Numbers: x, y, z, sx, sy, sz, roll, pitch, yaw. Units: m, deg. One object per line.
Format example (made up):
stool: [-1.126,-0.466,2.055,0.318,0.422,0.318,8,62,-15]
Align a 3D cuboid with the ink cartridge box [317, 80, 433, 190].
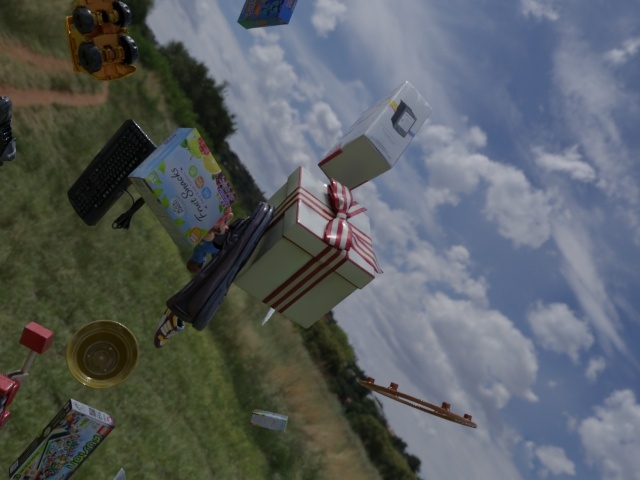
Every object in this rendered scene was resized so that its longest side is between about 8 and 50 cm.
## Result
ink cartridge box: [0.162,-0.301,1.841,0.131,0.306,0.226,46,-39,-14]

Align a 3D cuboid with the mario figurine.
mario figurine: [-0.342,0.003,1.890,0.170,0.198,0.320,46,-33,26]

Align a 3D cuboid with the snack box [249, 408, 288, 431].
snack box: [-0.144,0.507,1.769,0.100,0.037,0.141,14,-11,1]

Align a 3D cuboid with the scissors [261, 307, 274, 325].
scissors: [-0.147,0.225,2.232,0.297,0.109,0.021,-89,-168,-64]

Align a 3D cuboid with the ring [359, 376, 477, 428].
ring: [0.267,0.438,1.714,0.337,0.032,0.336,20,-13,5]

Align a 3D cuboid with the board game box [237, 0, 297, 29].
board game box: [-0.151,-0.731,1.909,0.210,0.160,0.047,13,-9,46]

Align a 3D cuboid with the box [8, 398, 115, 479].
box: [-0.556,0.446,1.352,0.114,0.207,0.036,39,4,-36]

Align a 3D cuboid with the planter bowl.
planter bowl: [-0.696,0.369,2.000,0.217,0.217,0.090,58,-28,5]

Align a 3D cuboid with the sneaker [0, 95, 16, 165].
sneaker: [-0.739,-0.239,1.444,0.106,0.078,0.234,43,-50,-14]

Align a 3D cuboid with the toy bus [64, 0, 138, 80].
toy bus: [-0.625,-0.562,1.715,0.211,0.149,0.220,19,-56,36]

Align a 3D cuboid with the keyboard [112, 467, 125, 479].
keyboard: [-0.532,0.644,1.623,0.014,0.072,0.256,37,-32,7]

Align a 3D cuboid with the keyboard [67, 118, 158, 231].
keyboard: [-0.544,-0.152,1.693,0.201,0.317,0.033,47,21,1]

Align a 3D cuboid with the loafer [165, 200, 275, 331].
loafer: [-0.198,0.033,1.267,0.095,0.302,0.109,31,-21,-2]

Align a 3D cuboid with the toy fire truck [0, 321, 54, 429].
toy fire truck: [-0.552,0.253,1.117,0.047,0.192,0.135,28,24,-2]

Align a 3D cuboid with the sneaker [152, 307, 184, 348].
sneaker: [-0.549,0.325,2.297,0.084,0.185,0.069,28,13,21]

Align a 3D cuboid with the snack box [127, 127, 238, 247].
snack box: [-0.299,-0.116,1.390,0.070,0.174,0.207,9,-41,39]

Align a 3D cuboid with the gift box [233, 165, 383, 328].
gift box: [-0.012,0.012,1.429,0.276,0.258,0.255,31,33,-28]
